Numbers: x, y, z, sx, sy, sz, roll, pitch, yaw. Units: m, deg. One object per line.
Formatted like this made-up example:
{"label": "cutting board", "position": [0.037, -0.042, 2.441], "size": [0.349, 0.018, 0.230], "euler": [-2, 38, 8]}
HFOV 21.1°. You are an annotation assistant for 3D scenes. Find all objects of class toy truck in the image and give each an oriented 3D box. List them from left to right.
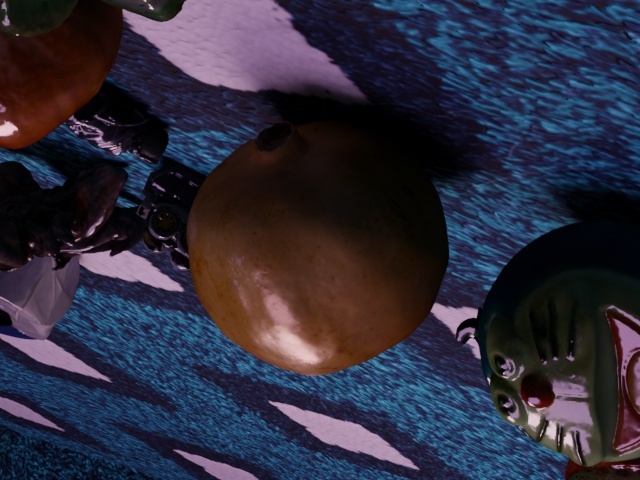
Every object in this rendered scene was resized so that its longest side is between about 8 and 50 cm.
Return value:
{"label": "toy truck", "position": [-0.102, -0.004, 1.780], "size": [0.192, 0.092, 0.083], "euler": [32, 163, -3]}

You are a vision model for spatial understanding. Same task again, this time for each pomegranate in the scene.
{"label": "pomegranate", "position": [0.001, 0.007, 1.448], "size": [0.233, 0.233, 0.233], "euler": [21, 164, 7]}

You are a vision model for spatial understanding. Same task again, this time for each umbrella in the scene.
{"label": "umbrella", "position": [-0.242, -0.130, 1.609], "size": [0.224, 0.071, 0.080], "euler": [28, -168, -33]}

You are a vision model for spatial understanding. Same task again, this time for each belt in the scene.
{"label": "belt", "position": [-0.457, 0.048, 2.377], "size": [0.212, 0.117, 0.347], "euler": [31, 163, -18]}

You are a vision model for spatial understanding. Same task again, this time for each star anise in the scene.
{"label": "star anise", "position": [-0.314, -0.019, 1.895], "size": [0.283, 0.129, 0.212], "euler": [-15, -168, -24]}

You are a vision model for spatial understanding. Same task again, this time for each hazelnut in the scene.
{"label": "hazelnut", "position": [-0.244, -0.155, 1.315], "size": [0.182, 0.182, 0.182], "euler": [21, 164, 7]}

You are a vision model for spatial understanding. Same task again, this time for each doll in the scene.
{"label": "doll", "position": [0.267, 0.086, 1.386], "size": [0.322, 0.186, 0.198], "euler": [7, 118, 15]}

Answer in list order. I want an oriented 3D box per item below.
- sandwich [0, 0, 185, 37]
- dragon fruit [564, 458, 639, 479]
{"label": "sandwich", "position": [-0.180, -0.209, 1.097], "size": [0.250, 0.162, 0.301], "euler": [23, 167, -14]}
{"label": "dragon fruit", "position": [0.384, 0.261, 1.900], "size": [0.295, 0.130, 0.268], "euler": [15, 167, 27]}
